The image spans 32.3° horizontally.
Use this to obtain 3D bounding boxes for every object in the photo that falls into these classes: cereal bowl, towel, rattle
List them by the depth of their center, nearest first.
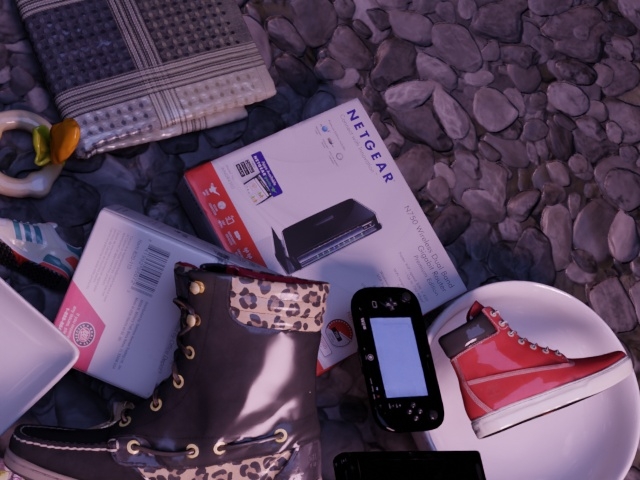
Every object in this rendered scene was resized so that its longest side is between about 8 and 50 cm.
[{"bbox_3d":[-0.434,-0.140,1.472,0.199,0.143,0.130,29,83,-14],"label":"rattle"},{"bbox_3d":[0.273,0.237,1.575,0.339,0.141,0.339,5,69,-13],"label":"cereal bowl"},{"bbox_3d":[-0.258,-0.295,1.624,0.324,0.056,0.312,-19,78,-23],"label":"towel"}]

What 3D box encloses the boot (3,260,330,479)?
[{"bbox_3d":[-0.169,0.167,1.308,0.377,0.138,0.284,7,94,1],"label":"boot"}]

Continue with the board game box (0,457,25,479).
[{"bbox_3d":[-0.431,0.331,1.247,0.056,0.347,0.208,7,69,31],"label":"board game box"}]

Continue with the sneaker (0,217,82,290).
[{"bbox_3d":[-0.396,-0.001,1.490,0.161,0.057,0.075,31,50,-5],"label":"sneaker"}]

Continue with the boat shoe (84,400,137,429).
[{"bbox_3d":[-0.259,0.238,1.449,0.170,0.063,0.059,-27,89,-23],"label":"boat shoe"}]

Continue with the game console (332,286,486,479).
[{"bbox_3d":[0.101,0.225,1.407,0.213,0.044,0.361,6,61,-34],"label":"game console"}]

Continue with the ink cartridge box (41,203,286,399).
[{"bbox_3d":[-0.183,0.102,1.430,0.283,0.117,0.207,24,94,-2],"label":"ink cartridge box"}]

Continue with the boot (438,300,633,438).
[{"bbox_3d":[0.289,0.146,1.493,0.244,0.088,0.176,-16,73,-15],"label":"boot"}]

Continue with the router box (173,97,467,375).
[{"bbox_3d":[0.000,0.000,1.597,0.301,0.082,0.335,-27,83,-23],"label":"router box"}]

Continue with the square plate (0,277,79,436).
[{"bbox_3d":[-0.531,0.144,1.349,0.344,0.049,0.347,44,86,-1],"label":"square plate"}]
